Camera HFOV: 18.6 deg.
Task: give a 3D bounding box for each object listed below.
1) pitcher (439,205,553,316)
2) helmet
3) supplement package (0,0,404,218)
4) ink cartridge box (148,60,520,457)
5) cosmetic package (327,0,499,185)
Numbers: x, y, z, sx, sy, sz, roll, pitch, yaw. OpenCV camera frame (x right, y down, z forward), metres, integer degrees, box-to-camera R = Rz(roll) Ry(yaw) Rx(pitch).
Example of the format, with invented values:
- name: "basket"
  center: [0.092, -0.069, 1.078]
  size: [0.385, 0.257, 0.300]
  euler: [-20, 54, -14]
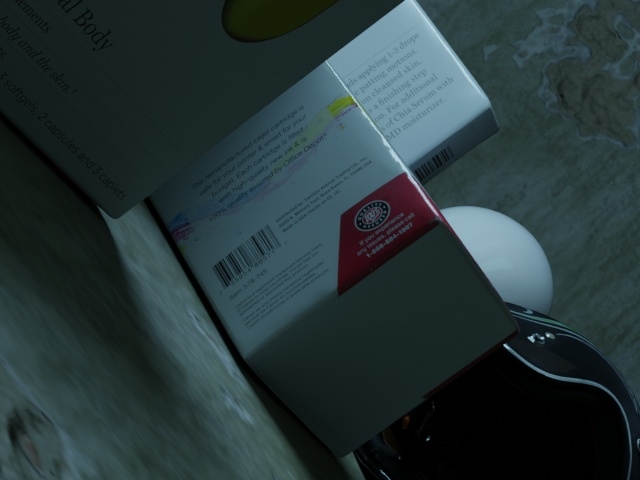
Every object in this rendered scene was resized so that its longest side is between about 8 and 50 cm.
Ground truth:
- name: "pitcher"
  center: [0.110, 0.056, 1.444]
  size: [0.177, 0.125, 0.207]
  euler: [53, 19, 17]
- name: "helmet"
  center: [0.117, 0.122, 1.190]
  size: [0.161, 0.169, 0.169]
  euler: [34, 11, -21]
- name: "supplement package"
  center: [-0.075, -0.193, 0.899]
  size: [0.199, 0.263, 0.198]
  euler: [48, 6, -49]
- name: "ink cartridge box"
  center: [0.000, 0.000, 1.089]
  size: [0.127, 0.128, 0.176]
  euler: [49, 6, -50]
- name: "cosmetic package"
  center: [-0.036, -0.240, 2.052]
  size: [0.453, 0.230, 0.161]
  euler: [55, 3, 10]
